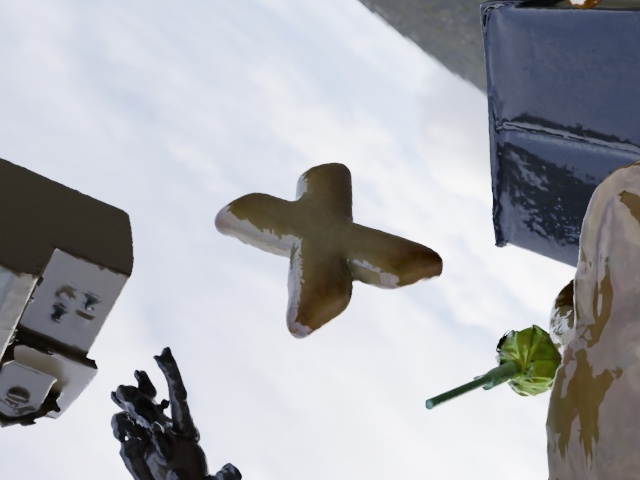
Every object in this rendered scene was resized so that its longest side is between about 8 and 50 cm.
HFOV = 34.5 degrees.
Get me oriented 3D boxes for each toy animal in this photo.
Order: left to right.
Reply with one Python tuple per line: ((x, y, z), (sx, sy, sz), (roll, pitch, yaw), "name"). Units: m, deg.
((-0.131, 0.201, 0.962), (0.233, 0.084, 0.148), (54, 169, 32), "toy animal")

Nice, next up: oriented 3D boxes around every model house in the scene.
((-0.247, 0.082, 0.666), (0.180, 0.248, 0.176), (23, -163, -17), "model house")

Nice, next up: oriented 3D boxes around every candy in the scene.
((0.134, 0.106, 0.805), (0.062, 0.058, 0.194), (24, -161, 34), "candy")

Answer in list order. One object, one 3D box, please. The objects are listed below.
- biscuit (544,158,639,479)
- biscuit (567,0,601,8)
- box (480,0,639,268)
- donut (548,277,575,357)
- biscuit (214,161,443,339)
((0.211, 0.077, 0.421), (0.051, 0.376, 0.269), (12, 176, -44), "biscuit")
((0.124, -0.310, 0.605), (0.312, 0.110, 0.318), (57, -166, -77), "biscuit")
((0.352, -0.124, 0.990), (0.345, 0.251, 0.204), (-17, -158, -30), "box")
((0.324, 0.073, 0.702), (0.330, 0.330, 0.160), (-36, -69, -69), "donut")
((0.001, -0.001, 1.021), (0.208, 0.164, 0.047), (48, 157, 46), "biscuit")
